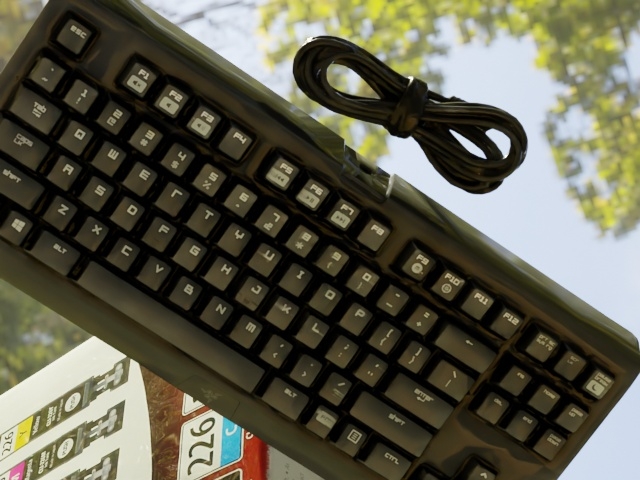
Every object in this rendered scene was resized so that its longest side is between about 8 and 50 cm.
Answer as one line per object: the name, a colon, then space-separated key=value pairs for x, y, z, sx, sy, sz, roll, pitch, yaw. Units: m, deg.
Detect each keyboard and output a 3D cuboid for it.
keyboard: x=0.000 y=0.000 z=0.431 sx=0.180 sy=0.108 sz=0.023 roll=33 pitch=7 yaw=-13

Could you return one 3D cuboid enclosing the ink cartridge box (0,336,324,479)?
ink cartridge box: x=-0.081 y=0.195 z=0.666 sx=0.130 sy=0.272 sz=0.309 roll=40 pitch=32 yaw=-32
